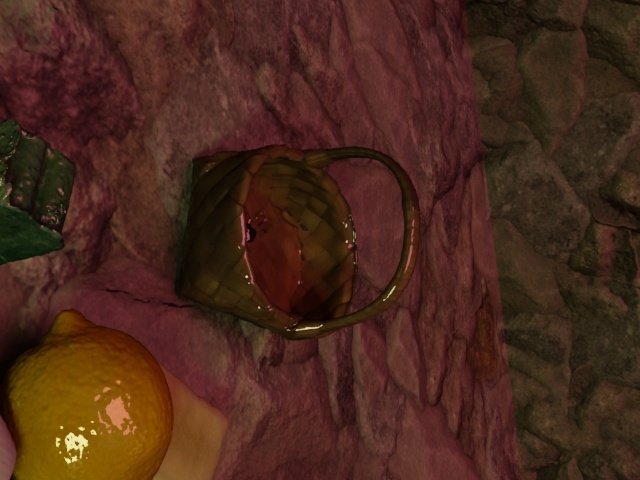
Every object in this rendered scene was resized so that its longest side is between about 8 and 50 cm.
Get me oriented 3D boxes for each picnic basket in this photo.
[{"bbox_3d":[0.000,0.000,1.114,0.337,0.337,0.292,25,63,-55],"label":"picnic basket"}]

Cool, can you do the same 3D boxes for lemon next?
[{"bbox_3d":[-0.247,0.193,0.799,0.187,0.187,0.244,-17,95,-58],"label":"lemon"}]

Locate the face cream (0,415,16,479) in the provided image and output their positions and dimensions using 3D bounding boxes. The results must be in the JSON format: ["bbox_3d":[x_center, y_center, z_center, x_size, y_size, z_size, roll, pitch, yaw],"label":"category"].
[{"bbox_3d":[-0.399,0.122,0.594,0.420,0.137,0.234,62,35,-35],"label":"face cream"}]

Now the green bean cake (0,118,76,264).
[{"bbox_3d":[-0.344,-0.056,0.666,0.193,0.208,0.107,45,45,-48],"label":"green bean cake"}]

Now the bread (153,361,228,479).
[{"bbox_3d":[-0.200,0.252,0.980,0.178,0.060,0.139,52,44,-41],"label":"bread"}]
